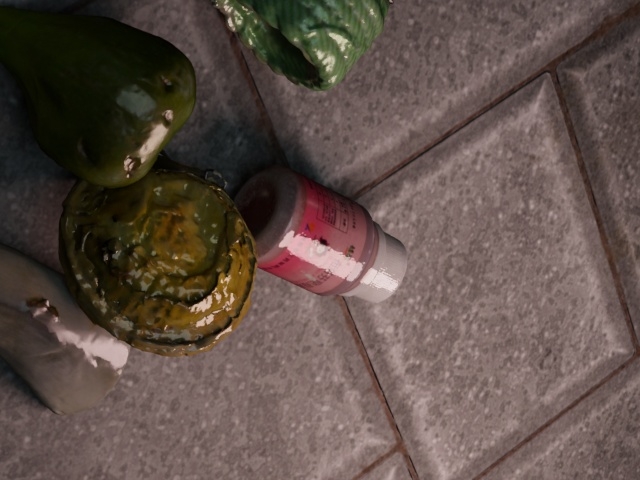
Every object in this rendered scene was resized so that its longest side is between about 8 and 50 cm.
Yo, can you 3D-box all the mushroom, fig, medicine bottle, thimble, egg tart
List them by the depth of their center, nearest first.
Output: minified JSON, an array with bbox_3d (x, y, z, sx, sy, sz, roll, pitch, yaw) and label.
[{"bbox_3d":[-0.291,-0.200,1.906,0.275,0.206,0.206,39,83,-12],"label":"fig"},{"bbox_3d":[-0.408,0.086,1.946,0.397,0.126,0.177,34,95,-40],"label":"mushroom"},{"bbox_3d":[-0.191,-0.001,1.988,0.290,0.107,0.291,10,64,-22],"label":"egg tart"},{"bbox_3d":[-0.027,-0.306,2.008,0.150,0.219,0.219,-51,126,-10],"label":"thimble"},{"bbox_3d":[0.000,0.000,2.167,0.247,0.147,0.147,26,91,-36],"label":"medicine bottle"}]
